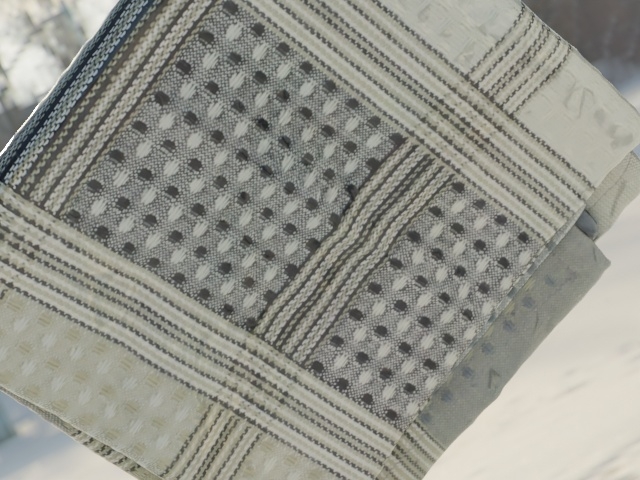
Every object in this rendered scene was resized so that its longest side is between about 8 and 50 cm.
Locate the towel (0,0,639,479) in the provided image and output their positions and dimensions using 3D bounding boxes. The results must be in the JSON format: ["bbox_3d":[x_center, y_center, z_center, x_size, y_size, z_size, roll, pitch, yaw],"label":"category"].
[{"bbox_3d":[0.000,0.000,0.839,0.312,0.324,0.056,-52,36,0],"label":"towel"}]
